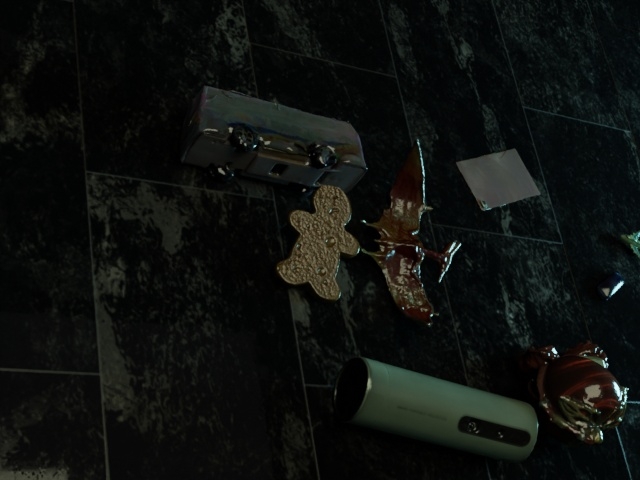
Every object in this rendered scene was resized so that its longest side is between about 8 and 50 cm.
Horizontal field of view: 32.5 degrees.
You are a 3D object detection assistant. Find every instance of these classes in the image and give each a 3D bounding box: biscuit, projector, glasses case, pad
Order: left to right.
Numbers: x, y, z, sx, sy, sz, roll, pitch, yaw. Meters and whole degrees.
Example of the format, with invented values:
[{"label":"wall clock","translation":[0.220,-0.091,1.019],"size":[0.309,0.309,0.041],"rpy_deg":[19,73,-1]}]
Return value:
[{"label":"biscuit","translation":[0.000,0.000,1.830],"size":[0.138,0.031,0.205],"rpy_deg":[24,64,-19]},{"label":"projector","translation":[0.187,0.274,1.756],"size":[0.337,0.108,0.108],"rpy_deg":[18,53,-25]},{"label":"pad","translation":[0.358,-0.125,2.196],"size":[0.188,0.006,0.113],"rpy_deg":[-15,71,-40]},{"label":"glasses case","translation":[0.584,0.089,2.205],"size":[0.083,0.023,0.033],"rpy_deg":[-32,85,-43]}]

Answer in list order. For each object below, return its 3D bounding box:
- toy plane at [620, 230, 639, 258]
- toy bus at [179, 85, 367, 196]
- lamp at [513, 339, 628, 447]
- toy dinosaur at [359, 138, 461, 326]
[{"label":"toy plane","translation":[0.660,0.009,2.305],"size":[0.083,0.033,0.080],"rpy_deg":[21,53,-14]},{"label":"toy bus","translation":[-0.081,-0.165,1.849],"size":[0.317,0.112,0.138],"rpy_deg":[13,51,-29]},{"label":"lamp","translation":[0.455,0.261,1.921],"size":[0.215,0.151,0.223],"rpy_deg":[10,55,-35]},{"label":"toy dinosaur","translation":[0.165,0.010,1.905],"size":[0.206,0.113,0.327],"rpy_deg":[37,49,-10]}]
